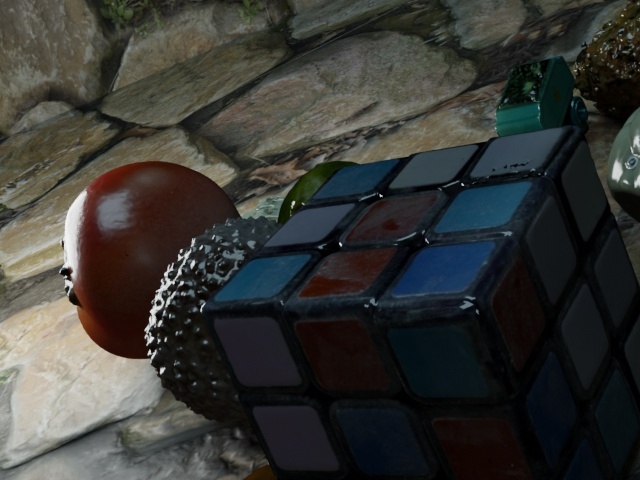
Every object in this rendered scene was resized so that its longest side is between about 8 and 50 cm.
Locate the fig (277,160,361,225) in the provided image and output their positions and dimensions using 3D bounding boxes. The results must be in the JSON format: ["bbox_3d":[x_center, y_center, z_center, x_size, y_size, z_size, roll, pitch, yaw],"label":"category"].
[{"bbox_3d":[0.000,0.000,2.122,0.206,0.206,0.275,-44,8,-39],"label":"fig"}]

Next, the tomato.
[{"bbox_3d":[-0.255,0.030,2.136,0.321,0.321,0.321,-21,23,9],"label":"tomato"}]

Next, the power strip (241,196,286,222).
[{"bbox_3d":[-0.089,-0.036,2.414,0.213,0.064,0.198,-20,25,10],"label":"power strip"}]

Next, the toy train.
[{"bbox_3d":[0.363,-0.206,2.201,0.107,0.154,0.198,-9,42,35],"label":"toy train"}]

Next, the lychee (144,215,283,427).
[{"bbox_3d":[-0.089,0.109,1.830,0.300,0.300,0.300,-21,23,9],"label":"lychee"}]

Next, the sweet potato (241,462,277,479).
[{"bbox_3d":[-0.069,0.326,1.561,0.359,0.112,0.112,-34,24,-28],"label":"sweet potato"}]

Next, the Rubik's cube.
[{"bbox_3d":[0.138,0.121,1.487,0.358,0.362,0.363,-3,32,36],"label":"Rubik's cube"}]

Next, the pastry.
[{"bbox_3d":[0.546,-0.319,2.227,0.274,0.193,0.275,-22,24,10],"label":"pastry"}]

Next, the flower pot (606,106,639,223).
[{"bbox_3d":[0.499,-0.098,1.737,0.195,0.246,0.246,-54,28,-5],"label":"flower pot"}]
